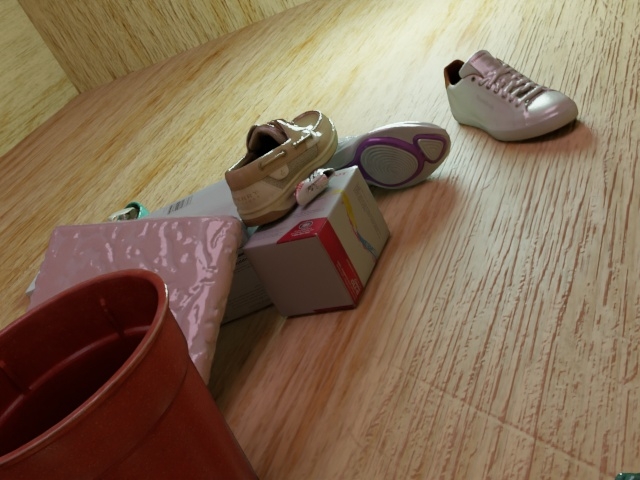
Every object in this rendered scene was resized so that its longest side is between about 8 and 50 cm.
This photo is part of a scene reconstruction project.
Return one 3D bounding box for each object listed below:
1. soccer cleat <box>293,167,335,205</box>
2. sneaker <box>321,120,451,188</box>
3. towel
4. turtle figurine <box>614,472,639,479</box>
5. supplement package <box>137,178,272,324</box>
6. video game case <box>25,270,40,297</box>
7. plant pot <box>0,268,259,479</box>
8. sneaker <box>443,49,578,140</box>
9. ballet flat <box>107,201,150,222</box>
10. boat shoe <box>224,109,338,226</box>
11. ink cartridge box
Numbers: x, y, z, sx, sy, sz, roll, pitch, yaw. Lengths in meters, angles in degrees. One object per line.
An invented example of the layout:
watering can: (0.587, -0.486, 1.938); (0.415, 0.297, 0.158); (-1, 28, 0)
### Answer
soccer cleat: (-0.008, -0.076, 1.088); (0.036, 0.029, 0.083); (-13, 24, 36)
sneaker: (0.074, -0.147, 1.329); (0.305, 0.114, 0.152); (-15, 30, 27)
towel: (-0.272, 0.124, 1.060); (0.317, 0.053, 0.331); (-3, 63, 24)
turtle figurine: (0.282, 0.187, 0.508); (0.175, 0.118, 0.234); (0, 20, 22)
supplement package: (-0.199, 0.034, 1.241); (0.262, 0.145, 0.204); (-23, 27, 11)
video game case: (-0.557, 0.054, 1.717); (0.143, 0.019, 0.157); (-22, 26, 14)
plant pot: (-0.203, 0.215, 0.778); (0.273, 0.265, 0.272); (-23, 26, 12)
sneaker: (0.289, -0.242, 1.278); (0.106, 0.123, 0.290); (-35, 27, -16)
ballet flat: (-0.420, 0.002, 1.594); (0.083, 0.087, 0.247); (-15, 29, 27)
boat shoe: (-0.057, -0.136, 1.172); (0.109, 0.098, 0.302); (-15, 26, 29)
ink cartridge box: (0.000, 0.000, 1.120); (0.128, 0.127, 0.176); (-12, 31, 32)
